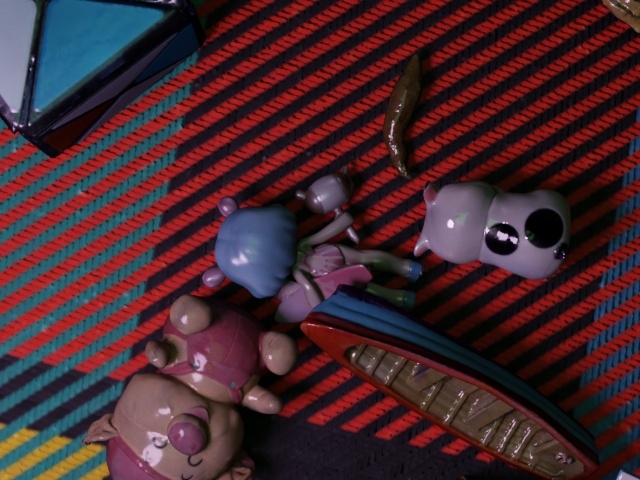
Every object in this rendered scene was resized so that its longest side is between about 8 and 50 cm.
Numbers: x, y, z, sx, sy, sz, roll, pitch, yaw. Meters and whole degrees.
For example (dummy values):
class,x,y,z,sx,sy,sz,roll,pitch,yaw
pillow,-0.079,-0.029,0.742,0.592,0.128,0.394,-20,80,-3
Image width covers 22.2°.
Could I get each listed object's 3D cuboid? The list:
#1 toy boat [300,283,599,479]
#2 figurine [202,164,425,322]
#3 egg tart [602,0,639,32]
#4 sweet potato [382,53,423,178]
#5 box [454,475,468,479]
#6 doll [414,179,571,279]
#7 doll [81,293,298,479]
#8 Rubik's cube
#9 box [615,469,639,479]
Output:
class,x,y,z,sx,sy,sz,roll,pitch,yaw
toy boat,0.154,0.169,1.908,0.392,0.136,0.079,32,56,-11
figurine,0.000,0.006,1.944,0.260,0.103,0.205,14,89,-8
egg tart,0.406,-0.354,1.964,0.252,0.098,0.232,26,81,-2
sweet potato,0.100,-0.152,1.983,0.041,0.038,0.153,7,89,24
box,0.188,0.354,1.850,0.074,0.240,0.153,-42,87,0
doll,0.209,-0.016,1.941,0.181,0.107,0.110,12,108,8
doll,-0.148,0.195,1.912,0.196,0.152,0.256,28,92,15
Rubik's cube,-0.304,-0.267,1.892,0.246,0.250,0.248,-39,89,-1
box,0.327,0.394,1.833,0.048,0.273,0.265,24,86,25
